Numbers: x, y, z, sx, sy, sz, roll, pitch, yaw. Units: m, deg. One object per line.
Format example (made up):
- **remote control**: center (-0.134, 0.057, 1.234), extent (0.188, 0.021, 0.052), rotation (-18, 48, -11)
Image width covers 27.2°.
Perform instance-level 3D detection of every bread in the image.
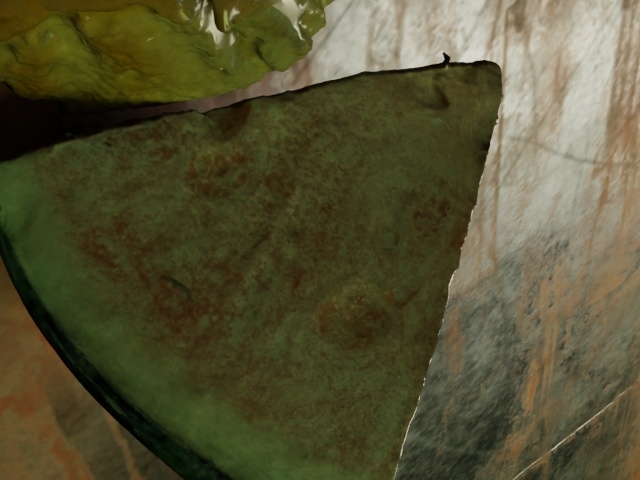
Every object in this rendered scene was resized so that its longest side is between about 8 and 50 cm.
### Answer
- **bread**: center (-0.067, -0.149, 0.671), extent (0.251, 0.133, 0.174), rotation (-48, 153, 0)

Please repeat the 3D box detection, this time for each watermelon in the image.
- **watermelon**: center (-0.008, 0.043, 0.781), extent (0.293, 0.250, 0.283), rotation (-15, 178, 9)
